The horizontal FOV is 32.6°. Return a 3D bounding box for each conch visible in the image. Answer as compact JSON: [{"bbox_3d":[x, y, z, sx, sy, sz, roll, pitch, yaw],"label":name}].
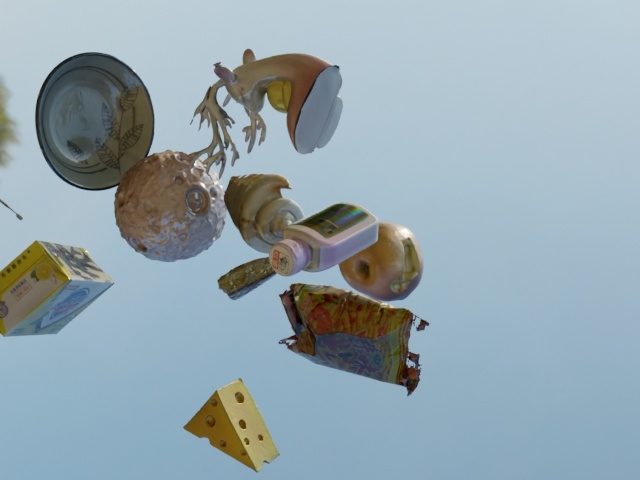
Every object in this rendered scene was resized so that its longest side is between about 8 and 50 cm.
[{"bbox_3d":[-0.141,-0.060,2.263,0.127,0.158,0.255,-19,-156,-39],"label":"conch"}]

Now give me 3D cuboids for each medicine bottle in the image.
[{"bbox_3d":[0.000,0.000,1.952,0.115,0.078,0.219,22,-148,33],"label":"medicine bottle"}]

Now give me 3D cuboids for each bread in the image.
[{"bbox_3d":[-0.127,0.064,2.092,0.136,0.054,0.154,-27,177,2],"label":"bread"}]

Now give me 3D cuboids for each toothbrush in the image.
[{"bbox_3d":[-0.635,-0.074,2.193,0.008,0.097,0.006,-37,-166,47],"label":"toothbrush"}]

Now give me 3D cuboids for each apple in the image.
[{"bbox_3d":[0.127,0.042,2.325,0.199,0.199,0.199,-33,-150,22],"label":"apple"}]

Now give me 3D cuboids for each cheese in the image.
[{"bbox_3d":[-0.162,0.382,2.169,0.126,0.171,0.093,-49,168,26],"label":"cheese"}]

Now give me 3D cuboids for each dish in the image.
[{"bbox_3d":[-0.537,-0.274,2.511,0.106,0.316,0.316,11,-120,46],"label":"dish"}]

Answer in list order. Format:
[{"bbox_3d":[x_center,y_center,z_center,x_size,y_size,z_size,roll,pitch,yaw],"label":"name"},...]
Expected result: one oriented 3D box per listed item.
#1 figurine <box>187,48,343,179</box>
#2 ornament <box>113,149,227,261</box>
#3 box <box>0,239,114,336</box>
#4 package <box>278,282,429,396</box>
[{"bbox_3d":[-0.128,-0.258,2.260,0.315,0.284,0.206,24,-147,35],"label":"figurine"},{"bbox_3d":[-0.330,-0.077,2.462,0.225,0.259,0.259,-7,-135,56],"label":"ornament"},{"bbox_3d":[-0.510,0.092,2.037,0.168,0.097,0.265,-40,173,1],"label":"box"},{"bbox_3d":[0.059,0.169,2.049,0.288,0.223,0.108,14,-128,9],"label":"package"}]
